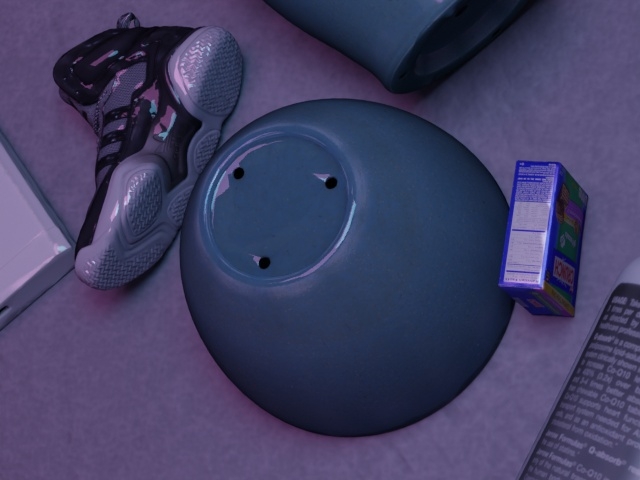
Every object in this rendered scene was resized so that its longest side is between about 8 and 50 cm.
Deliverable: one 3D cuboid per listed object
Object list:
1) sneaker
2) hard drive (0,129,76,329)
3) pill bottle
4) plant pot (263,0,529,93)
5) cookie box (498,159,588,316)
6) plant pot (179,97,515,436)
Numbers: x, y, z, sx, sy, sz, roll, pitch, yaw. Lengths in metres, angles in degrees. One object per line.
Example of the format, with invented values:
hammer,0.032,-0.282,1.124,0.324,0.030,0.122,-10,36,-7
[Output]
sneaker,-0.188,-0.089,1.461,0.153,0.101,0.269,19,75,26
hard drive,-0.386,-0.035,1.552,0.203,0.040,0.307,-40,64,5
pill bottle,0.277,0.135,1.140,0.210,0.210,0.363,25,84,26
plant pot,0.052,-0.276,1.346,0.271,0.271,0.255,-40,77,5
cookie box,0.183,0.000,1.288,0.040,0.092,0.107,3,75,26
plant pot,0.000,0.000,1.302,0.290,0.195,0.290,-7,70,19
